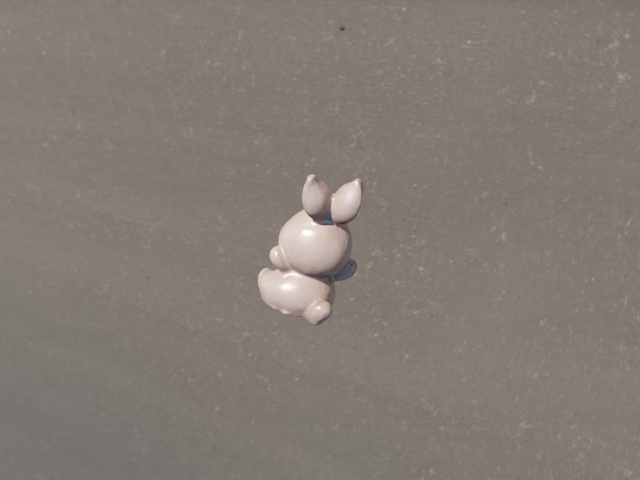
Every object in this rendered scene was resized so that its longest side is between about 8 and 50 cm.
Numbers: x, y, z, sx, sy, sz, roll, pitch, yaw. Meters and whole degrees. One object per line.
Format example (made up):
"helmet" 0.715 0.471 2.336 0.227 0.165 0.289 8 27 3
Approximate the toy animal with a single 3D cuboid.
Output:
"toy animal" -0.001 -0.001 0.842 0.124 0.124 0.212 31 114 24
